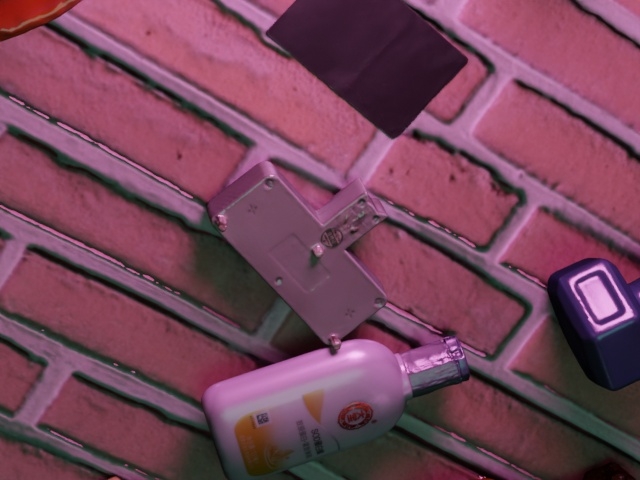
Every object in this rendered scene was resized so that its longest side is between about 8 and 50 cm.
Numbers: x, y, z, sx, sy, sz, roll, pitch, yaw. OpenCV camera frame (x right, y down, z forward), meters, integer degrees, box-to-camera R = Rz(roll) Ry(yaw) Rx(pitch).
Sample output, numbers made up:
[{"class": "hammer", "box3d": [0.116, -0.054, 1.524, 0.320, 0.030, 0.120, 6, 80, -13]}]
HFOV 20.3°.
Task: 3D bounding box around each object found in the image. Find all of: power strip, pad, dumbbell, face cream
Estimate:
[{"class": "power strip", "box3d": [0.000, 0.000, 1.864, 0.145, 0.061, 0.215, -39, 121, 8]}, {"class": "pad", "box3d": [0.050, -0.196, 1.807, 0.193, 0.004, 0.116, 38, 103, -30]}, {"class": "dumbbell", "box3d": [0.416, 0.039, 1.955, 0.325, 0.144, 0.160, -27, 120, -2]}, {"class": "face cream", "box3d": [0.020, 0.174, 1.955, 0.291, 0.071, 0.144, -17, 130, -7]}]

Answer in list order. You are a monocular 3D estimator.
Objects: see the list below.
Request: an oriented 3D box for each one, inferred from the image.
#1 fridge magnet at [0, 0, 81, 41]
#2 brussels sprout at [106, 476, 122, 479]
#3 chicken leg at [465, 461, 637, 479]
[{"class": "fridge magnet", "box3d": [-0.319, -0.345, 1.510, 0.364, 0.155, 0.363, -1, 100, -6]}, {"class": "brussels sprout", "box3d": [-0.216, 0.287, 1.971, 0.083, 0.046, 0.051, -2, 114, -26]}, {"class": "chicken leg", "box3d": [0.243, 0.318, 2.097, 0.304, 0.093, 0.113, -8, 137, -21]}]
